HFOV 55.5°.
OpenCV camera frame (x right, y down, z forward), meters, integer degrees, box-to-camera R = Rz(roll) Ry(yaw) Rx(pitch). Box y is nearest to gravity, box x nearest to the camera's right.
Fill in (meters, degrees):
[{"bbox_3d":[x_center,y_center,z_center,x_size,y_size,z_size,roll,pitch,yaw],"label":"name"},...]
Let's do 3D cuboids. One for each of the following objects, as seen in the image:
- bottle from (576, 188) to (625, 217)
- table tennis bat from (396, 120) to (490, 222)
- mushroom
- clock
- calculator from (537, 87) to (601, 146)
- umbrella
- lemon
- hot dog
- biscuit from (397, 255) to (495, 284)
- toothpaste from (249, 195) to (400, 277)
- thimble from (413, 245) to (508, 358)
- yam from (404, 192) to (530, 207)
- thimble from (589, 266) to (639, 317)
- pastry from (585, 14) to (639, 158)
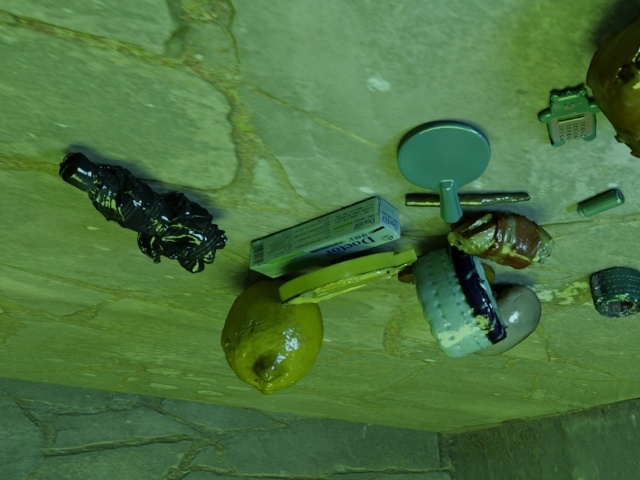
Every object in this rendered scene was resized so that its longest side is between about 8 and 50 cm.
[{"bbox_3d":[0.532,-0.069,1.159,0.030,0.030,0.083,19,148,-34],"label":"bottle"},{"bbox_3d":[0.215,-0.112,1.041,0.152,0.040,0.244,-6,144,14],"label":"table tennis bat"},{"bbox_3d":[0.446,0.191,1.545,0.226,0.178,0.226,-29,171,-5],"label":"mushroom"},{"bbox_3d":[0.047,0.071,1.321,0.293,0.071,0.277,-15,170,-15],"label":"clock"},{"bbox_3d":[0.384,-0.187,0.932,0.094,0.019,0.141,-9,153,22],"label":"calculator"},{"bbox_3d":[-0.305,-0.047,1.102,0.154,0.128,0.336,-9,149,23],"label":"umbrella"},{"bbox_3d":[-0.114,0.227,1.467,0.245,0.320,0.245,2,118,3],"label":"lemon"},{"bbox_3d":[0.360,-0.008,1.213,0.213,0.103,0.146,18,172,-11],"label":"hot dog"},{"bbox_3d":[0.310,0.086,1.467,0.236,0.039,0.180,7,151,-18],"label":"biscuit"},{"bbox_3d":[0.000,0.000,1.258,0.336,0.067,0.081,-19,151,33],"label":"toothpaste"},{"bbox_3d":[0.297,0.125,1.310,0.150,0.237,0.237,-24,148,15],"label":"thimble"},{"bbox_3d":[0.277,-0.078,1.146,0.234,0.027,0.029,-2,123,3],"label":"yam"},{"bbox_3d":[0.730,0.128,1.490,0.118,0.090,0.135,-23,143,34],"label":"thimble"},{"bbox_3d":[0.488,-0.195,0.757,0.255,0.162,0.311,-9,144,40],"label":"pastry"}]
